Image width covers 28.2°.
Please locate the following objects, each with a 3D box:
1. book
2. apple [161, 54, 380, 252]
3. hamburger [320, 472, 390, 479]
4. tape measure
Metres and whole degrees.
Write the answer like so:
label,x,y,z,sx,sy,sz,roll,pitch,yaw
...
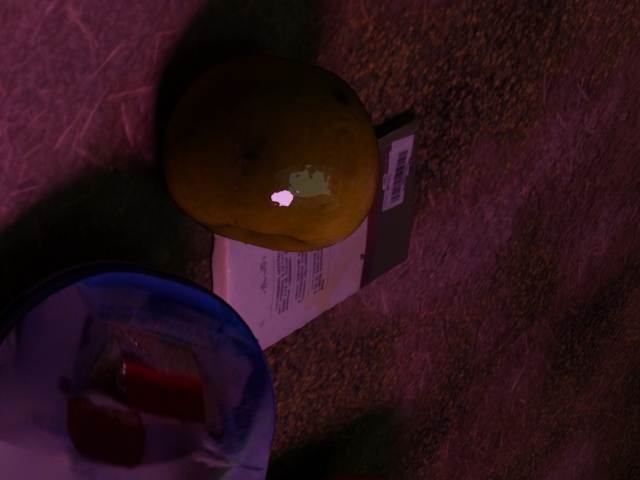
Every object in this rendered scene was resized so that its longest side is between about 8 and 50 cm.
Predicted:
label,x,y,z,sx,sy,sz,roll,pitch,yaw
book,0.000,0.000,1.362,0.289,0.026,0.201,-29,137,-36
apple,-0.041,-0.075,1.109,0.196,0.196,0.157,18,74,-56
hamburger,0.029,0.427,1.538,0.225,0.291,0.291,-11,126,-50
tape measure,-0.175,0.147,1.072,0.259,0.138,0.262,16,81,-17
